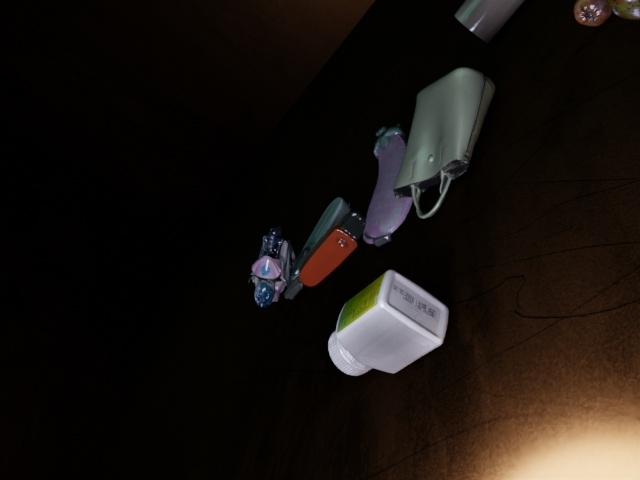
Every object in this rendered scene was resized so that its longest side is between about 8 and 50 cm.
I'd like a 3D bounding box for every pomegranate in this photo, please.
[{"bbox_3d":[0.515,-0.406,1.242,0.142,0.114,0.114,-13,36,24],"label":"pomegranate"}]

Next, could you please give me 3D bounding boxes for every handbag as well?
[{"bbox_3d":[0.236,-0.192,1.630,0.241,0.109,0.315,-26,37,59],"label":"handbag"}]

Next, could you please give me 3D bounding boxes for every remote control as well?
[{"bbox_3d":[0.000,0.000,2.037,0.247,0.052,0.104,-59,15,-10],"label":"remote control"}]

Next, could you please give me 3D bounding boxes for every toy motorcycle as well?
[{"bbox_3d":[-0.134,0.100,2.052,0.108,0.239,0.204,-1,51,18],"label":"toy motorcycle"}]

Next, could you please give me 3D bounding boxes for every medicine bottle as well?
[{"bbox_3d":[0.099,0.146,1.296,0.188,0.132,0.088,-41,21,43],"label":"medicine bottle"}]

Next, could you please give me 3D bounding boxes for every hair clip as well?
[{"bbox_3d":[0.163,-0.132,1.794,0.358,0.110,0.095,-78,-14,-44],"label":"hair clip"}]

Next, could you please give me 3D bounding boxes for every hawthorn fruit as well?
[{"bbox_3d":[0.492,-0.425,1.417,0.103,0.067,0.067,-52,10,-35],"label":"hawthorn fruit"}]

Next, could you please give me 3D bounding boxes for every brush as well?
[{"bbox_3d":[0.007,0.046,1.902,0.323,0.070,0.051,-48,16,35],"label":"brush"}]

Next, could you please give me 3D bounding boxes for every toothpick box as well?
[{"bbox_3d":[0.408,-0.561,1.844,0.180,0.111,0.111,-51,16,22],"label":"toothpick box"}]
